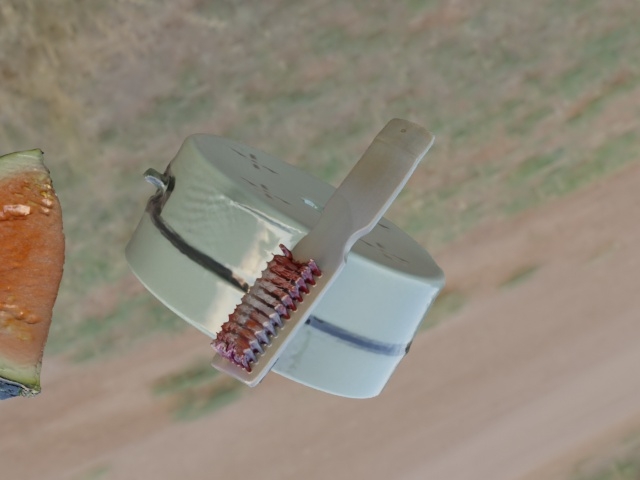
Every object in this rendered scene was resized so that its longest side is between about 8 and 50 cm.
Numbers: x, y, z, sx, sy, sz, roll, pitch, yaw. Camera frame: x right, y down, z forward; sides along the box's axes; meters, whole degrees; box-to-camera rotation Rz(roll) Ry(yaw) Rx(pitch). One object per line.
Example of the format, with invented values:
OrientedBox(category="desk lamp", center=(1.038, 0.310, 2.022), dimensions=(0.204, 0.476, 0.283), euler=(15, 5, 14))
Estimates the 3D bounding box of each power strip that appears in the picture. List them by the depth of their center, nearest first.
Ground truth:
OrientedBox(category="power strip", center=(-0.050, 0.022, 1.992), dimensions=(0.161, 0.357, 0.357), euler=(-60, 155, 11))

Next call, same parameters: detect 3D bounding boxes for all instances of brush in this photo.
OrientedBox(category="brush", center=(0.000, 0.000, 1.751), dimensions=(0.321, 0.060, 0.050), euler=(-53, 145, -17))

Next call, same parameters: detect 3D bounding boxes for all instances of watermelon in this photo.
OrientedBox(category="watermelon", center=(-0.255, 0.028, 1.366), dimensions=(0.119, 0.245, 0.063), euler=(-5, 137, -2))
